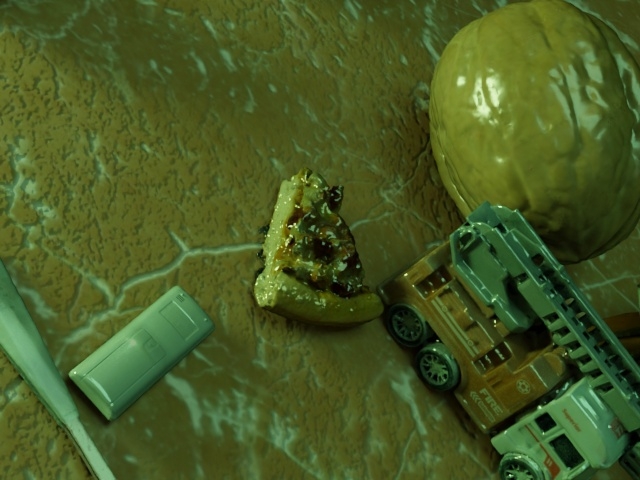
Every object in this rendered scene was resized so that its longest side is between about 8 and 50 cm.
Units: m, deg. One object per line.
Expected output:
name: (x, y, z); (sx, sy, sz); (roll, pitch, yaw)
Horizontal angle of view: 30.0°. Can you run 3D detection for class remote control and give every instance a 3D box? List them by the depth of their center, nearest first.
remote control: (-0.161, 0.101, 1.104); (0.061, 0.029, 0.162); (48, 45, -1)

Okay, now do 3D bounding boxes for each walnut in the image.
walnut: (0.265, -0.122, 1.406); (0.252, 0.277, 0.313); (-15, 74, -2)

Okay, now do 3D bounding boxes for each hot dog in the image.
hot dog: (0.385, 0.134, 1.454); (0.249, 0.068, 0.100); (-2, 64, -37)

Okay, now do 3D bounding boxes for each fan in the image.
fan: (-0.249, 0.116, 1.037); (0.057, 0.023, 0.282); (-21, 74, -44)

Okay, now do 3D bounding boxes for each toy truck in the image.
toy truck: (0.230, 0.130, 1.262); (0.133, 0.184, 0.338); (-32, 82, -43)

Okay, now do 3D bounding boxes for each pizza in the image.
pizza: (0.000, -0.001, 1.261); (0.154, 0.069, 0.194); (9, 58, -31)

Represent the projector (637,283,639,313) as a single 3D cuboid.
projector: (0.523, 0.155, 1.357); (0.248, 0.248, 0.249); (-7, 92, -38)
